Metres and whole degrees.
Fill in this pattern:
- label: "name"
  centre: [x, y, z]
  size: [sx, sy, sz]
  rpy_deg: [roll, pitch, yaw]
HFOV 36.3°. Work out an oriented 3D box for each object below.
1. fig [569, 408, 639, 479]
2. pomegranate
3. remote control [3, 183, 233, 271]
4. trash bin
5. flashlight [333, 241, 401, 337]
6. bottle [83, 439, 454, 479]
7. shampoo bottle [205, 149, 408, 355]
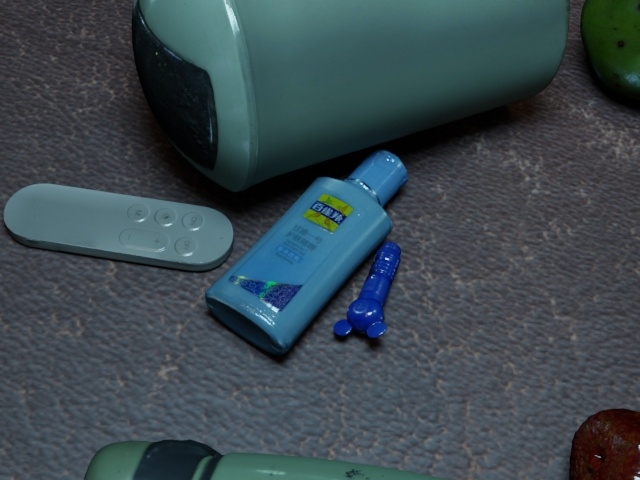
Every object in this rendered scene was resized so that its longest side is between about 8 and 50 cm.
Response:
- label: "fig"
  centre: [0.295, 0.211, 0.847]
  size: [0.153, 0.119, 0.119]
  rpy_deg: [13, 56, 7]
- label: "pomegranate"
  centre: [0.401, -0.266, 1.162]
  size: [0.187, 0.187, 0.225]
  rpy_deg: [12, 32, 5]
- label: "remote control"
  centre: [-0.213, -0.014, 1.034]
  size: [0.245, 0.022, 0.077]
  rpy_deg: [9, 54, 3]
- label: "trash bin"
  centre: [0.016, -0.225, 1.045]
  size: [0.432, 0.280, 0.280]
  rpy_deg: [-16, 58, -17]
- label: "flashlight"
  centre: [0.057, 0.053, 0.995]
  size: [0.057, 0.035, 0.121]
  rpy_deg: [1, 46, 28]
- label: "bottle"
  centre: [-0.033, 0.248, 0.780]
  size: [0.347, 0.168, 0.168]
  rpy_deg: [10, 55, 10]
- label: "shampoo bottle"
  centre: [0.000, 0.000, 1.011]
  size: [0.104, 0.061, 0.258]
  rpy_deg: [30, 59, 21]
